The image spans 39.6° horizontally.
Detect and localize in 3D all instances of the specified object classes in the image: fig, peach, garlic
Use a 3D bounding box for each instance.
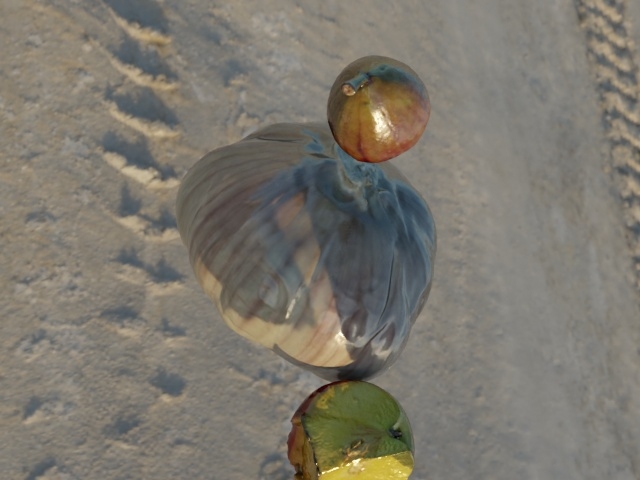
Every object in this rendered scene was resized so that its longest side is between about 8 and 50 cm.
[{"bbox_3d":[0.042,-0.115,0.705,0.125,0.089,0.088,55,27,-74],"label":"fig"},{"bbox_3d":[0.033,0.225,0.975,0.118,0.151,0.151,139,-65,-82],"label":"peach"},{"bbox_3d":[0.000,0.000,1.018,0.317,0.259,0.317,12,45,-13],"label":"garlic"}]
